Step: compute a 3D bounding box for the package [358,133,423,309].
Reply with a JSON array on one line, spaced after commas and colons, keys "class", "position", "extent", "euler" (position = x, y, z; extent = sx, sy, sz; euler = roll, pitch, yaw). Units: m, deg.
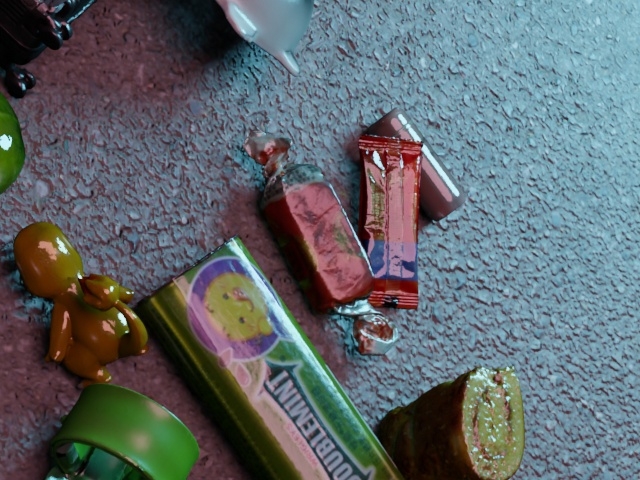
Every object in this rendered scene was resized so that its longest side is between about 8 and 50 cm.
[{"class": "package", "position": [0.078, -0.021, 1.823], "extent": [0.083, 0.022, 0.200], "euler": [5, 84, -19]}]

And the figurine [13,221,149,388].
[{"class": "figurine", "position": [-0.238, 0.055, 1.566], "extent": [0.121, 0.122, 0.176], "euler": [-43, 98, -32]}]

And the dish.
[{"class": "dish", "position": [-0.059, -0.305, 1.765], "extent": [0.228, 0.086, 0.236], "euler": [34, 29, -50]}]

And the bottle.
[{"class": "bottle", "position": [0.115, -0.091, 1.876], "extent": [0.053, 0.053, 0.140], "euler": [-40, 95, -35]}]

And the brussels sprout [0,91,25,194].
[{"class": "brussels sprout", "position": [-0.365, -0.094, 1.548], "extent": [0.155, 0.117, 0.155], "euler": [6, 58, -9]}]

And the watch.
[{"class": "watch", "position": [-0.178, 0.211, 1.529], "extent": [0.165, 0.152, 0.131], "euler": [39, 54, -12]}]

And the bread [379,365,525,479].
[{"class": "bread", "position": [0.139, 0.215, 1.706], "extent": [0.103, 0.172, 0.132], "euler": [11, 66, -28]}]

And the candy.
[{"class": "candy", "position": [-0.001, 0.001, 1.767], "extent": [0.086, 0.059, 0.292], "euler": [-25, 86, -27]}]

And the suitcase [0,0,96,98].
[{"class": "suitcase", "position": [-0.346, -0.354, 1.638], "extent": [0.335, 0.152, 0.229], "euler": [45, 55, -8]}]

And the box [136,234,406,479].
[{"class": "box", "position": [-0.042, 0.170, 1.657], "extent": [0.134, 0.097, 0.345], "euler": [-35, 92, -36]}]
